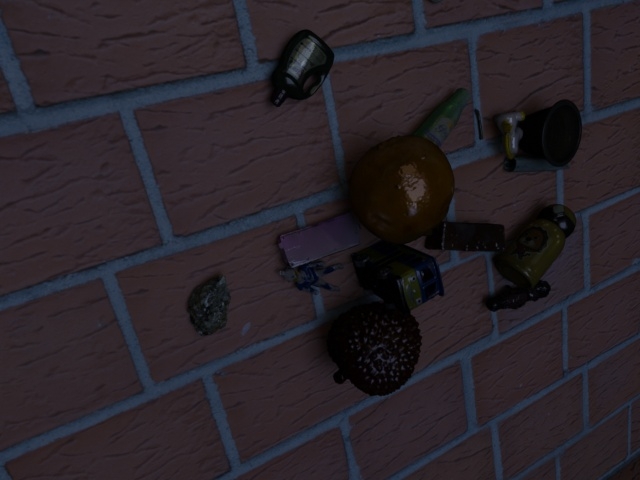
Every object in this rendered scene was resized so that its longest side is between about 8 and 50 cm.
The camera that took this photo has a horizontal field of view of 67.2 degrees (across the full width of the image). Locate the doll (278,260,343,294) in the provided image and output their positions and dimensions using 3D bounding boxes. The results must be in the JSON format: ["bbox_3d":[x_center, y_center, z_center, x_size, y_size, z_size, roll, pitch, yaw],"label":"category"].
[{"bbox_3d":[-0.031,0.119,1.521,0.227,0.057,0.114,6,103,-30],"label":"doll"}]

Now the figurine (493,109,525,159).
[{"bbox_3d":[0.676,-0.378,1.724,0.178,0.109,0.130,64,38,-39],"label":"figurine"}]

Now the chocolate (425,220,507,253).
[{"bbox_3d":[0.538,-0.014,1.753,0.320,0.112,0.112,3,92,-26],"label":"chocolate"}]

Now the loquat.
[{"bbox_3d":[0.243,-0.152,1.440,0.328,0.328,0.329,-7,106,-25],"label":"loquat"}]

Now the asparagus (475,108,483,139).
[{"bbox_3d":[0.565,-0.414,1.710,0.015,0.014,0.114,-32,115,-35],"label":"asparagus"}]

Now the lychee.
[{"bbox_3d":[0.173,0.344,1.546,0.330,0.306,0.306,-39,117,-8],"label":"lychee"}]

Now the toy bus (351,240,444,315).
[{"bbox_3d":[0.236,0.106,1.520,0.175,0.287,0.138,-24,112,-18],"label":"toy bus"}]

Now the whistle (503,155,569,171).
[{"bbox_3d":[0.840,-0.296,1.852,0.312,0.062,0.062,-5,105,-25],"label":"whistle"}]

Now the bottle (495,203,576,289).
[{"bbox_3d":[0.852,0.006,1.876,0.351,0.171,0.171,-49,118,-10],"label":"bottle"}]

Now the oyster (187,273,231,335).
[{"bbox_3d":[-0.318,0.189,1.391,0.124,0.064,0.177,-13,110,-28],"label":"oyster"}]

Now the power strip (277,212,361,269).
[{"bbox_3d":[0.000,0.000,1.497,0.278,0.037,0.109,-19,89,-22],"label":"power strip"}]

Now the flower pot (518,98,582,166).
[{"bbox_3d":[0.824,-0.393,1.765,0.235,0.148,0.236,-8,106,-32],"label":"flower pot"}]

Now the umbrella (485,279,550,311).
[{"bbox_3d":[0.802,0.229,1.949,0.325,0.090,0.094,-13,112,-23],"label":"umbrella"}]

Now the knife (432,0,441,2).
[{"bbox_3d":[0.301,-0.813,1.469,0.222,0.031,0.064,35,90,-26],"label":"knife"}]

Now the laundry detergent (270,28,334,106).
[{"bbox_3d":[-0.060,-0.461,1.347,0.144,0.078,0.222,32,87,-34],"label":"laundry detergent"}]

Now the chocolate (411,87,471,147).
[{"bbox_3d":[0.392,-0.382,1.586,0.110,0.110,0.291,45,79,-28],"label":"chocolate"}]
